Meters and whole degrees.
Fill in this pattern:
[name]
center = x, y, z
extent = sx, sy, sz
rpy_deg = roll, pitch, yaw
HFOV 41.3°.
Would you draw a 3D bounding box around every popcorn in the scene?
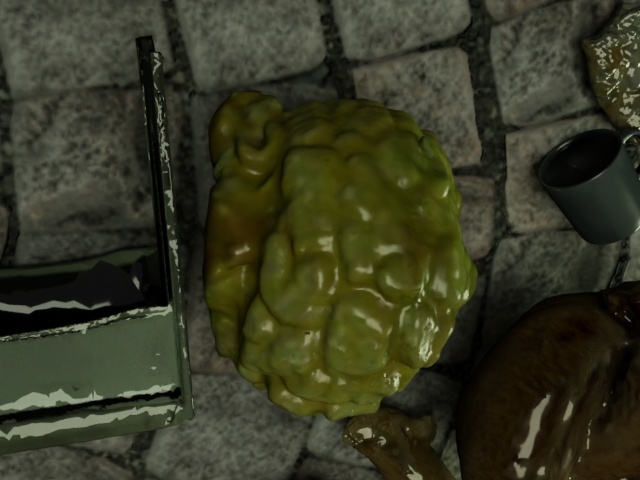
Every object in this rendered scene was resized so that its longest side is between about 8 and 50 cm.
[popcorn]
center = 0.000, 0.000, 0.657
extent = 0.251, 0.206, 0.237
rpy_deg = 40, 112, 10

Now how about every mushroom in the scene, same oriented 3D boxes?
[mushroom]
center = 0.246, 0.146, 0.754
extent = 0.263, 0.195, 0.283
rpy_deg = 22, 117, -27

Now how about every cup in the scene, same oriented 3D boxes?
[cup]
center = 0.256, -0.053, 0.757
extent = 0.100, 0.078, 0.077
rpy_deg = -38, 117, 4

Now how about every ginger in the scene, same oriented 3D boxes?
[ginger]
center = 0.096, 0.284, 0.829
extent = 0.131, 0.086, 0.295
rpy_deg = -25, 103, 5

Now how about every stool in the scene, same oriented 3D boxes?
[stool]
center = -0.227, -0.003, 0.608
extent = 0.243, 0.170, 0.270
rpy_deg = -6, 108, -13

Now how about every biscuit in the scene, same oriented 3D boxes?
[biscuit]
center = 0.361, -0.137, 0.775
extent = 0.289, 0.038, 0.141
rpy_deg = 2, 108, -12
